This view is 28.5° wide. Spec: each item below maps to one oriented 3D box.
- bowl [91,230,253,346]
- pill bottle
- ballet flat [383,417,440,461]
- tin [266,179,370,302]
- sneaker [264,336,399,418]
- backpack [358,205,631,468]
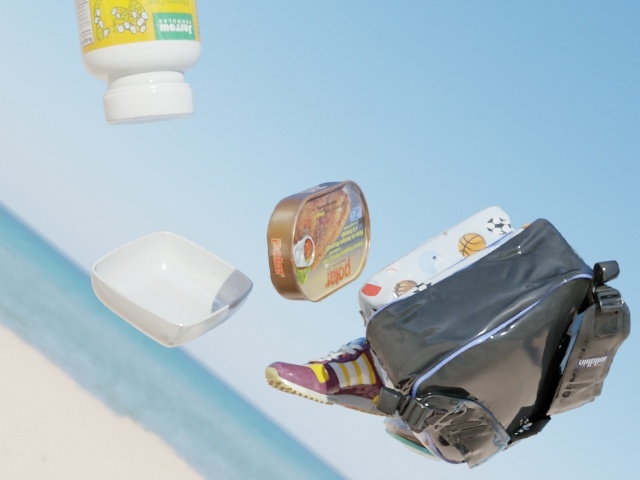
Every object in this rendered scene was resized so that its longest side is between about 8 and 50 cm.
[{"bbox_3d":[-0.160,0.056,1.332,0.142,0.053,0.142,30,34,21],"label":"bowl"},{"bbox_3d":[-0.178,-0.220,1.219,0.117,0.208,0.117,-6,1,0],"label":"pill bottle"},{"bbox_3d":[0.152,0.249,1.781,0.107,0.106,0.316,23,-8,7],"label":"ballet flat"},{"bbox_3d":[0.000,0.000,1.262,0.040,0.106,0.189,-4,9,26],"label":"tin"},{"bbox_3d":[0.020,0.144,1.423,0.185,0.084,0.069,18,-6,-35],"label":"sneaker"},{"bbox_3d":[0.173,0.115,1.356,0.213,0.276,0.263,60,-6,41],"label":"backpack"}]
